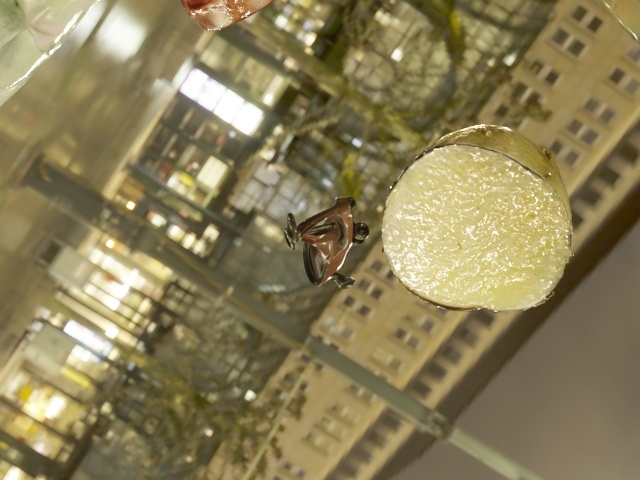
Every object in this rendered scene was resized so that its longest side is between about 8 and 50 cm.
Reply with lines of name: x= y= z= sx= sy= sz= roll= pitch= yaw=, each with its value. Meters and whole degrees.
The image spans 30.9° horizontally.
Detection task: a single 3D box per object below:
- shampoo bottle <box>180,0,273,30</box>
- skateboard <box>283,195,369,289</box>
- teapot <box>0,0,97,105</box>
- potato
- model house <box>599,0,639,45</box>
shampoo bottle: x=-0.115 y=-0.260 z=0.605 sx=0.118 sy=0.314 sz=0.076 roll=-10 pitch=-147 yaw=42
skateboard: x=0.000 y=0.000 z=1.205 sx=0.151 sy=0.080 sz=0.067 roll=106 pitch=-30 yaw=-63
teapot: x=-0.195 y=-0.114 z=0.480 sx=0.163 sy=0.178 sz=0.221 roll=-26 pitch=-156 yaw=55
potato: x=0.162 y=-0.033 z=1.124 sx=0.117 sy=0.182 sz=0.202 roll=-58 pitch=167 yaw=-46
model house: x=0.514 y=-0.299 z=1.048 sx=0.445 sy=0.395 sz=0.400 roll=-49 pitch=-171 yaw=6
